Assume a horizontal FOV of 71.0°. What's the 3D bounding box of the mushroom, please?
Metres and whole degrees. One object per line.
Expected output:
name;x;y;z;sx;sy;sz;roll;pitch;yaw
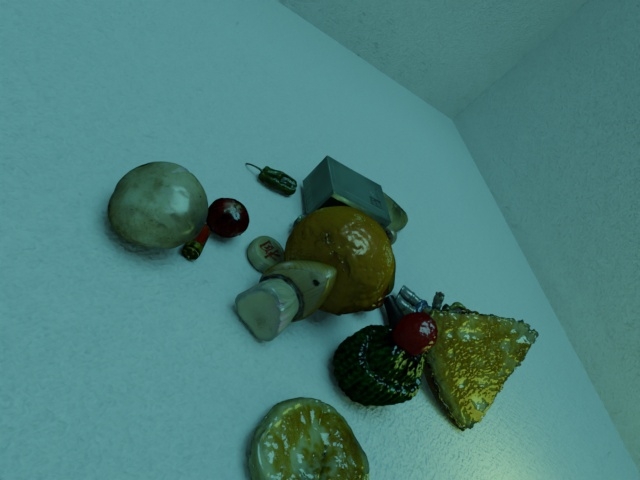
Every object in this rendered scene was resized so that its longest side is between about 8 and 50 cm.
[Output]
mushroom;-0.412;-0.090;1.141;0.184;0.255;0.254;77;-9;-65

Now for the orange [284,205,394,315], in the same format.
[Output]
orange;0.065;0.054;1.370;0.340;0.340;0.293;52;49;4

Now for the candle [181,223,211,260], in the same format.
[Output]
candle;-0.341;-0.004;1.252;0.052;0.052;0.130;35;36;-19

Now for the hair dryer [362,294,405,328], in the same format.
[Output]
hair dryer;0.226;0.285;1.528;0.272;0.091;0.235;16;45;-50

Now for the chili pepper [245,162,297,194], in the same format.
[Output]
chili pepper;-0.172;-0.226;1.631;0.204;0.073;0.072;24;56;-29

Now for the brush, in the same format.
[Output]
brush;-0.084;0.145;1.204;0.174;0.267;0.166;59;33;-3

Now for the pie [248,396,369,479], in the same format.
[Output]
pie;-0.023;0.532;1.070;0.339;0.077;0.338;25;42;-24

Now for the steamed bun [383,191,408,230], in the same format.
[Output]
steamed bun;0.307;-0.121;2.011;0.231;0.110;0.212;39;37;-9

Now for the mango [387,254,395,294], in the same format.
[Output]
mango;0.215;0.102;1.690;0.152;0.120;0.221;28;46;-26

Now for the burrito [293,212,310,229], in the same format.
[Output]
burrito;0.000;0.000;1.587;0.229;0.089;0.144;38;22;-17

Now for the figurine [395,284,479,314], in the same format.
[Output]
figurine;0.461;0.305;1.718;0.225;0.205;0.382;-36;71;-32

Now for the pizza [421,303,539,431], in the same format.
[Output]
pizza;0.479;0.383;1.535;0.392;0.434;0.080;36;-5;-7

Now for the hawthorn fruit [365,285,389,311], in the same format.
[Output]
hawthorn fruit;0.150;0.164;1.549;0.172;0.148;0.148;34;35;5

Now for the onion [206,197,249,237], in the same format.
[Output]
onion;-0.273;-0.065;1.327;0.131;0.131;0.131;28;40;-27

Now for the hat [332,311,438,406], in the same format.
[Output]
hat;0.218;0.334;1.291;0.274;0.332;0.242;-3;58;-46

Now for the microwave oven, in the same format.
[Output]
microwave oven;0.094;-0.146;1.740;0.295;0.181;0.237;23;41;-32

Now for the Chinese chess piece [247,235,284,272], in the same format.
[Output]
Chinese chess piece;-0.168;0.043;1.392;0.122;0.051;0.122;29;40;-27

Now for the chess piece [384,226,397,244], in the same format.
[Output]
chess piece;0.285;-0.019;1.908;0.038;0.084;0.083;-11;65;-51
